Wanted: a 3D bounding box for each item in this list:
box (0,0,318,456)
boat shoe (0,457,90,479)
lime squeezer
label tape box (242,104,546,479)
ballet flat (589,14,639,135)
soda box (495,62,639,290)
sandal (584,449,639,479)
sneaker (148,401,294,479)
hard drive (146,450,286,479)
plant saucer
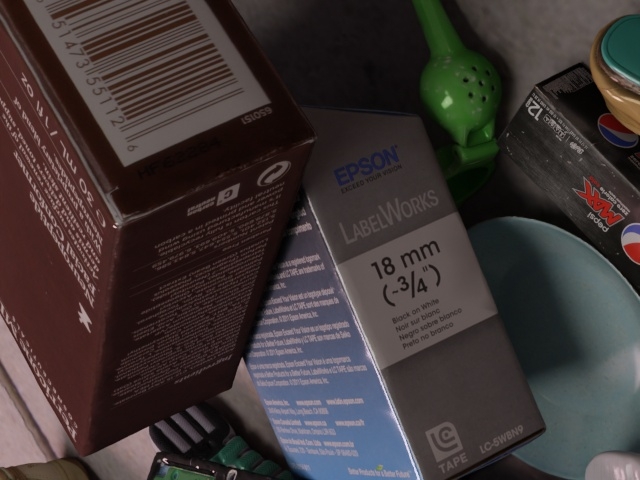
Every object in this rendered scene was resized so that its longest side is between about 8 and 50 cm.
[{"bbox_3d":[-0.134,-0.023,1.144,0.191,0.143,0.381,57,158,19],"label":"box"},{"bbox_3d":[-0.243,0.340,1.617,0.104,0.089,0.285,-52,49,41],"label":"boat shoe"},{"bbox_3d":[0.073,-0.072,1.161,0.110,0.059,0.310,20,126,37],"label":"lime squeezer"},{"bbox_3d":[0.000,0.000,1.187,0.333,0.106,0.241,67,157,-4],"label":"label tape box"},{"bbox_3d":[0.256,-0.056,0.987,0.232,0.080,0.073,38,162,28],"label":"ballet flat"},{"bbox_3d":[0.191,-0.029,1.066,0.169,0.053,0.060,48,138,16],"label":"soda box"},{"bbox_3d":[0.289,0.189,1.072,0.265,0.076,0.102,13,116,38],"label":"sandal"},{"bbox_3d":[-0.058,0.231,1.469,0.223,0.083,0.098,47,157,25],"label":"sneaker"},{"bbox_3d":[-0.031,0.291,1.232,0.339,0.064,0.237,4,71,45],"label":"hard drive"},{"bbox_3d":[0.161,0.068,1.165,0.195,0.037,0.195,24,128,35],"label":"plant saucer"}]
